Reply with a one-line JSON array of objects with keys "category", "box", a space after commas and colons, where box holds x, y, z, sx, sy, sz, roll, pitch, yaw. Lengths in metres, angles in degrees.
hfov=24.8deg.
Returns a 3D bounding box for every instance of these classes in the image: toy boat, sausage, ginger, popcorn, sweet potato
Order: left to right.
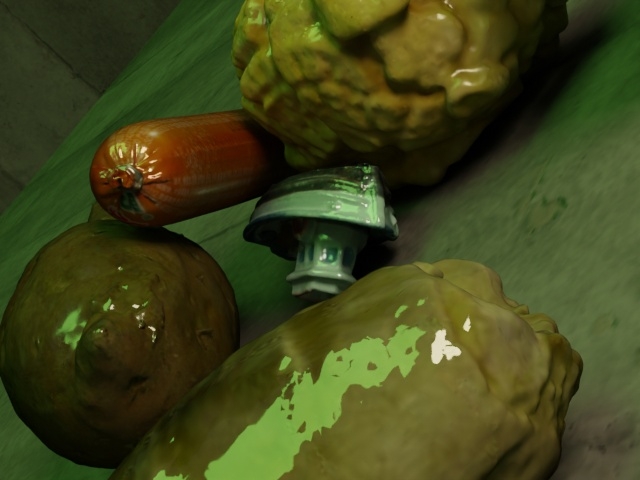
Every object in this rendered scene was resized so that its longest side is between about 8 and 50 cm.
[{"category": "sweet potato", "box": [-0.113, 0.038, 0.831, 0.130, 0.130, 0.422, -46, 11, 2]}, {"category": "ginger", "box": [-0.030, 0.107, 0.458, 0.263, 0.109, 0.116, -42, 43, 19]}, {"category": "sausage", "box": [-0.049, -0.047, 0.817, 0.053, 0.053, 0.348, -42, -5, 16]}, {"category": "toy boat", "box": [0.000, 0.000, 0.752, 0.140, 0.059, 0.066, -18, 62, 64]}, {"category": "popcorn", "box": [0.041, -0.102, 0.751, 0.194, 0.140, 0.163, -27, 14, 29]}]
